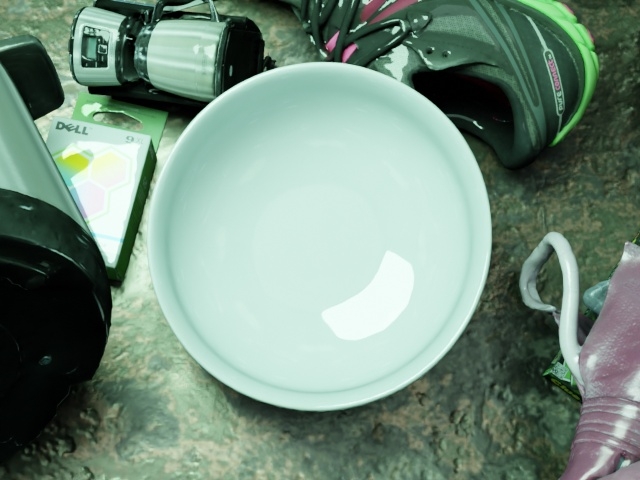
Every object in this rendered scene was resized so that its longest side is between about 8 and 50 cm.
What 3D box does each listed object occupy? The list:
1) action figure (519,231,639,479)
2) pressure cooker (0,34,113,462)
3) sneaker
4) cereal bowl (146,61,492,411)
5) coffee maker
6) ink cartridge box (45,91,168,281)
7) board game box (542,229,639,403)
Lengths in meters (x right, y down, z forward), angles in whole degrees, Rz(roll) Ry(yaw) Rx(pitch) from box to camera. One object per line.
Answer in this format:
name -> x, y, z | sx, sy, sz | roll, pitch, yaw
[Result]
action figure -> 0.276, 0.168, 0.826 | 0.275, 0.248, 0.370 | 24, 63, 10
pressure cooker -> -0.418, -0.022, 0.797 | 0.375, 0.370, 0.420 | -53, 53, 25
sneaker -> 0.070, -0.238, 1.013 | 0.483, 0.185, 0.202 | 27, 69, 5
cereal bowl -> 0.000, 0.000, 0.945 | 0.339, 0.141, 0.339 | 0, 84, 1
coffee maker -> -0.162, -0.195, 1.013 | 0.178, 0.171, 0.120 | 11, 79, 13
ink cartridge box -> -0.244, -0.070, 1.001 | 0.109, 0.062, 0.209 | 12, 73, 0
board game box -> 0.372, 0.085, 1.021 | 0.136, 0.030, 0.260 | 36, 74, 4
